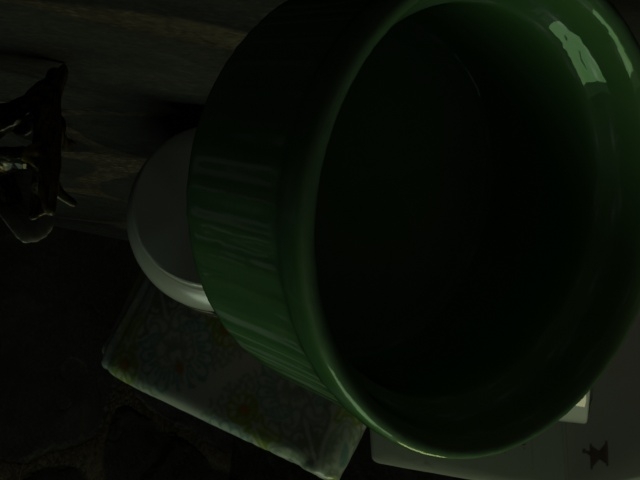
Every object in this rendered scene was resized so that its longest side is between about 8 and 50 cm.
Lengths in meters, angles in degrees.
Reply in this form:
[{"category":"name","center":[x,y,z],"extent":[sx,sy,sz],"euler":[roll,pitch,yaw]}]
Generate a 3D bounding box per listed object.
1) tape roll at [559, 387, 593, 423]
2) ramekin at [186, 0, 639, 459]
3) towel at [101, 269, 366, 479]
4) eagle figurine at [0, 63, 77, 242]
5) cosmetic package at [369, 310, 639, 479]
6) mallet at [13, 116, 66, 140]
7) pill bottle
[{"category":"tape roll","center":[0.219,0.031,1.446],"extent":[0.100,0.286,0.286],"euler":[5,175,10]},{"category":"ramekin","center":[0.063,-0.028,0.954],"extent":[0.303,0.303,0.148],"euler":[10,-178,-39]},{"category":"towel","center":[-0.070,0.093,1.960],"extent":[0.374,0.320,0.090],"euler":[23,174,21]},{"category":"eagle figurine","center":[-0.381,-0.097,1.395],"extent":[0.298,0.225,0.226],"euler":[-4,-174,-1]},{"category":"cosmetic package","center":[0.298,0.137,2.029],"extent":[0.327,0.329,0.393],"euler":[-4,-177,-36]},{"category":"mallet","center":[-0.375,-0.139,1.754],"extent":[0.189,0.039,0.062],"euler":[9,180,38]},{"category":"pill bottle","center":[-0.110,-0.019,1.739],"extent":[0.210,0.210,0.363],"euler":[6,176,1]}]
